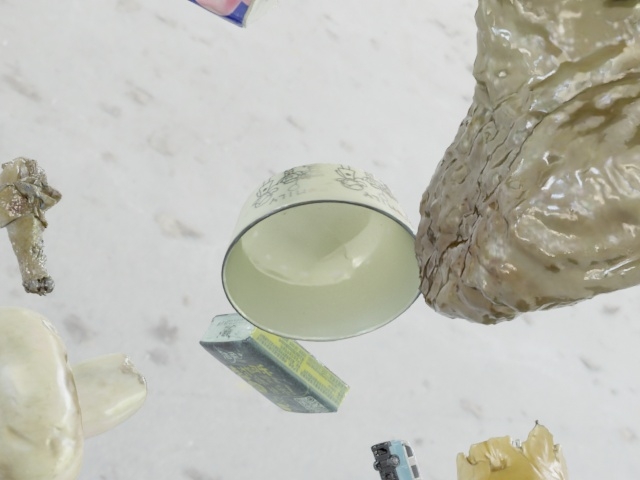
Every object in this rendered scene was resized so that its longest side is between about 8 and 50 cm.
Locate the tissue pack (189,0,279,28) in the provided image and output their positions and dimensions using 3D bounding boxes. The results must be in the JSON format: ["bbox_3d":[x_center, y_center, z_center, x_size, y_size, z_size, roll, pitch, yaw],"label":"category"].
[{"bbox_3d":[-0.173,-0.426,1.589,0.269,0.137,0.209,30,22,2],"label":"tissue pack"}]

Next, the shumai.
[{"bbox_3d":[0.156,-0.093,0.819,0.267,0.314,0.262,-25,90,-40],"label":"shumai"}]

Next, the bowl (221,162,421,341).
[{"bbox_3d":[0.000,0.000,1.324,0.237,0.238,0.126,21,39,-25],"label":"bowl"}]

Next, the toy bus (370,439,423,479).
[{"bbox_3d":[0.150,0.435,2.141,0.075,0.060,0.123,-9,77,-40],"label":"toy bus"}]

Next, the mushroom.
[{"bbox_3d":[-0.496,0.281,1.832,0.353,0.325,0.353,50,20,-27],"label":"mushroom"}]

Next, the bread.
[{"bbox_3d":[0.135,0.226,0.764,0.085,0.134,0.173,-2,40,8],"label":"bread"}]

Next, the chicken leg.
[{"bbox_3d":[-0.431,-0.022,1.639,0.125,0.196,0.080,21,21,28],"label":"chicken leg"}]

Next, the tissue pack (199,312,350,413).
[{"bbox_3d":[-0.092,0.246,2.226,0.257,0.185,0.081,43,61,-25],"label":"tissue pack"}]
